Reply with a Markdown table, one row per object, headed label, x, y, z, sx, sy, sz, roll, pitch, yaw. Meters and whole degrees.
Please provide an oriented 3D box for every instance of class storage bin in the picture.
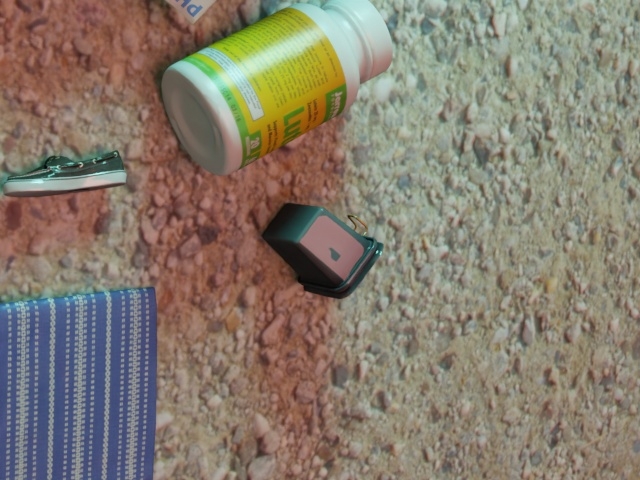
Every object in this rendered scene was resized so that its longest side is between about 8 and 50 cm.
| label | x | y | z | sx | sy | sz | roll | pitch | yaw |
| --- | --- | --- | --- | --- | --- | --- | --- | --- | --- |
| storage bin | 0.000 | 0.000 | 1.807 | 0.091 | 0.135 | 0.098 | 42 | 77 | -23 |

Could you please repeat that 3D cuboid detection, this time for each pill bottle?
| label | x | y | z | sx | sy | sz | roll | pitch | yaw |
| --- | --- | --- | --- | --- | --- | --- | --- | --- | --- |
| pill bottle | -0.043 | -0.184 | 1.727 | 0.246 | 0.136 | 0.136 | -31 | 116 | -24 |

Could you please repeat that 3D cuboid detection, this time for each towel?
| label | x | y | z | sx | sy | sz | roll | pitch | yaw |
| --- | --- | --- | --- | --- | --- | --- | --- | --- | --- |
| towel | -0.325 | 0.182 | 1.674 | 0.336 | 0.040 | 0.243 | -5 | 102 | -40 |

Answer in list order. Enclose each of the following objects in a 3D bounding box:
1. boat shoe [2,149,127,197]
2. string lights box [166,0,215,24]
| label | x | y | z | sx | sy | sz | roll | pitch | yaw |
| --- | --- | --- | --- | --- | --- | --- | --- | --- | --- |
| boat shoe | -0.278 | -0.072 | 1.659 | 0.142 | 0.049 | 0.040 | -8 | 86 | -33 |
| string lights box | -0.099 | -0.372 | 1.625 | 0.260 | 0.077 | 0.133 | -44 | 120 | 10 |
